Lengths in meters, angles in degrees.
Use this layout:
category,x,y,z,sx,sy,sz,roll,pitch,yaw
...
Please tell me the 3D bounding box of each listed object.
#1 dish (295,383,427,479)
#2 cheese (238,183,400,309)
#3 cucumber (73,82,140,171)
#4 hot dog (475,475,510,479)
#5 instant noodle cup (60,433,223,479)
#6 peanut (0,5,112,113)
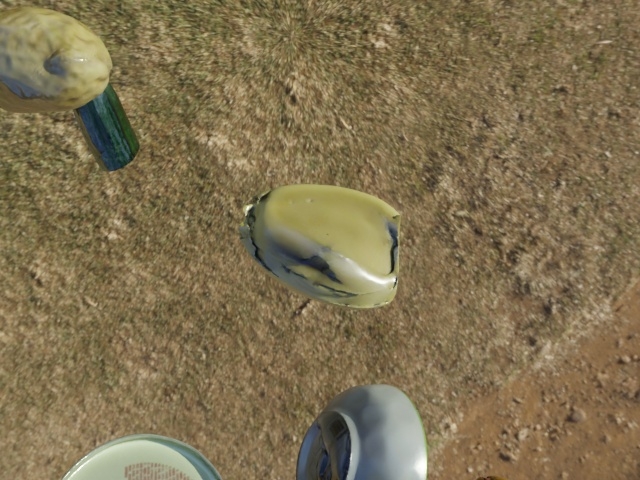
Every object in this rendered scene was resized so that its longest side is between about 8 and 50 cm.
category,x,y,z,sx,sy,sz,roll,pitch,yaw
dish,0.039,0.407,1.044,0.124,0.324,0.324,24,107,-25
cheese,0.000,0.000,1.099,0.316,0.259,0.128,15,137,-14
cucumber,-0.484,-0.276,1.286,0.115,0.063,0.244,-40,135,-25
hot dog,0.299,0.432,0.857,0.102,0.249,0.076,-28,108,-3
instant noodle cup,-0.198,0.327,0.607,0.235,0.234,0.178,20,132,-9
peanut,-0.281,-0.170,0.557,0.103,0.229,0.098,-35,121,-26
